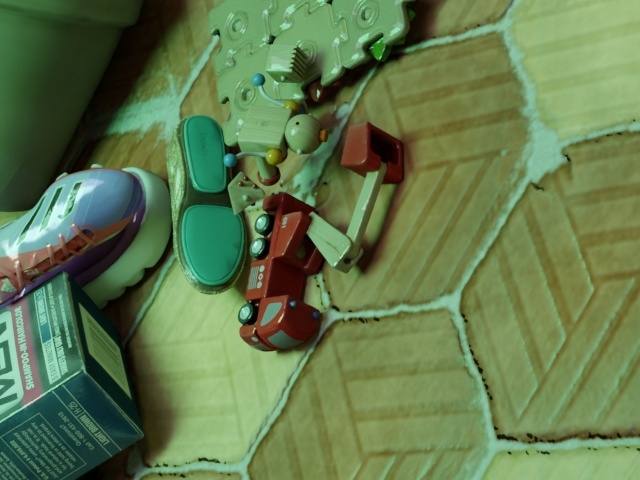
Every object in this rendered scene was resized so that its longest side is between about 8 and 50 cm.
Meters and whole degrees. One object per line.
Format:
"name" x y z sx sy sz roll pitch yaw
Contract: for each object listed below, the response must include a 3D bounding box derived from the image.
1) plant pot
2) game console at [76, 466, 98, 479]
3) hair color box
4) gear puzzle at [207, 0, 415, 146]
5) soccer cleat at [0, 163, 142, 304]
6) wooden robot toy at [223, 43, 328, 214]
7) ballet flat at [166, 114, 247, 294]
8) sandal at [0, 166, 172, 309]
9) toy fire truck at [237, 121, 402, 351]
"plant pot" -0.365 -0.189 2.025 0.323 0.323 0.280 27 106 51
"game console" -0.325 0.337 1.856 0.361 0.044 0.213 -50 38 16
"hair color box" -0.347 0.193 1.811 0.347 0.105 0.174 -33 34 6
"gear puzzle" 0.027 -0.225 1.782 0.339 0.044 0.175 -30 56 35
"soccer cleat" -0.274 0.010 1.835 0.248 0.083 0.095 -23 39 21
"wooden robot toy" -0.025 -0.096 1.714 0.079 0.076 0.173 2 55 24
"ballet flat" -0.111 -0.023 1.818 0.067 0.073 0.206 119 154 -50
"sandal" -0.322 0.051 1.959 0.416 0.102 0.169 -40 42 21
"toy fire truck" 0.000 0.000 1.682 0.135 0.047 0.192 -12 61 45
